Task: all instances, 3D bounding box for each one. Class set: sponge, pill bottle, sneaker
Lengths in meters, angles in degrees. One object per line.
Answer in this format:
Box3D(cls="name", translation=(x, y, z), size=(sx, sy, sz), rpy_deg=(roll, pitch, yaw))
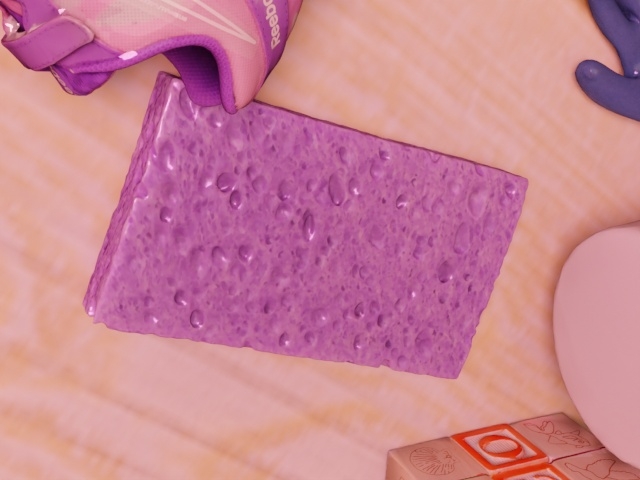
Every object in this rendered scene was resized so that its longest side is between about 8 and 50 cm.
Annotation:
Box3D(cls="sponge", translation=(0.000, 0.000, 0.511), size=(0.210, 0.031, 0.117), rpy_deg=(12, 102, -30))
Box3D(cls="pill bottle", translation=(0.300, 0.032, 0.595), size=(0.318, 0.176, 0.176), rpy_deg=(-9, 114, -24))
Box3D(cls="sneaker", translation=(-0.099, -0.110, 0.373), size=(0.236, 0.095, 0.105), rpy_deg=(16, 97, -32))

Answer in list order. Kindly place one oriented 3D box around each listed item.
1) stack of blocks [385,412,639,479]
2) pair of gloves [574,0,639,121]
Box3D(cls="stack of blocks", translation=(0.124, 0.264, 0.648), size=(0.171, 0.087, 0.297), rpy_deg=(-7, 112, -26))
Box3D(cls="pair of gloves", translation=(0.224, -0.132, 0.584), size=(0.198, 0.023, 0.159), rpy_deg=(-41, 121, -9))
